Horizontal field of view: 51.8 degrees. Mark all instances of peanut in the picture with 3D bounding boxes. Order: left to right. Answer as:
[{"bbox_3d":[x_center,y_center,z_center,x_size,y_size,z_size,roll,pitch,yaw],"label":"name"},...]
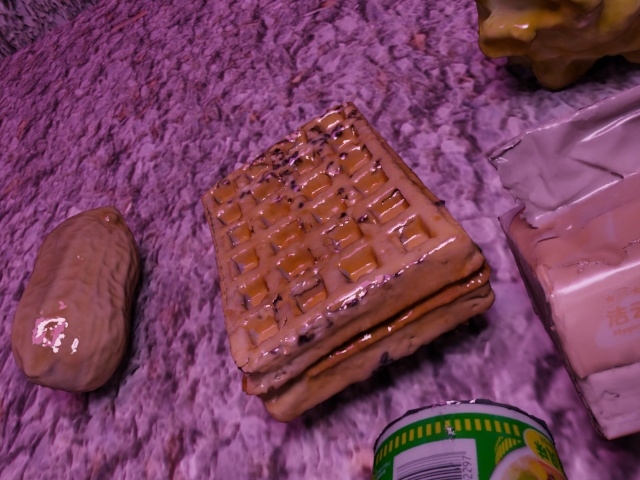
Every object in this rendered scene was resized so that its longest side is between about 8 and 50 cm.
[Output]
[{"bbox_3d":[-0.326,0.072,0.896,0.152,0.152,0.313,-22,43,13],"label":"peanut"}]

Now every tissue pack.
[{"bbox_3d":[0.300,-0.027,0.492,0.306,0.238,0.238,-21,43,13],"label":"tissue pack"}]

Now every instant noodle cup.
[{"bbox_3d":[0.102,0.241,0.434,0.207,0.207,0.232,-17,37,18],"label":"instant noodle cup"}]

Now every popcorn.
[{"bbox_3d":[0.295,-0.334,0.771,0.312,0.312,0.312,-18,44,18],"label":"popcorn"}]

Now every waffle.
[{"bbox_3d":[0.000,0.000,0.753,0.261,0.114,0.376,-34,34,5],"label":"waffle"}]

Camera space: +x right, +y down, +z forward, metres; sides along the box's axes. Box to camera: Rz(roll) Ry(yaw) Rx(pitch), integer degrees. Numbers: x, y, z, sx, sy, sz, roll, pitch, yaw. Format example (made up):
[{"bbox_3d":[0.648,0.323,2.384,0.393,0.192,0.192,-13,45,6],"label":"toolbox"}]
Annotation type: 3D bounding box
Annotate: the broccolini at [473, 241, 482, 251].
[{"bbox_3d":[0.127,0.051,0.717,0.140,0.030,0.035,-38,48,-11],"label":"broccolini"}]
